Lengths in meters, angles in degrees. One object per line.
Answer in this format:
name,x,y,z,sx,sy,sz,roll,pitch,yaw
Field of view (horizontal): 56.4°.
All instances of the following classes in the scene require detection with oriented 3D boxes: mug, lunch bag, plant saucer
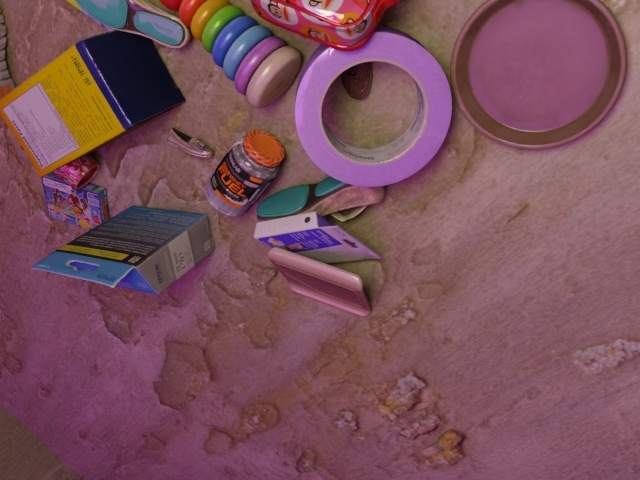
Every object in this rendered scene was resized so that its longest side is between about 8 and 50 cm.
mug,-0.667,-0.223,1.564,0.169,0.150,0.113,42,92,-5
lunch bag,0.039,-0.459,0.938,0.258,0.120,0.293,25,87,11
plant saucer,0.359,-0.289,1.004,0.278,0.041,0.277,13,123,20

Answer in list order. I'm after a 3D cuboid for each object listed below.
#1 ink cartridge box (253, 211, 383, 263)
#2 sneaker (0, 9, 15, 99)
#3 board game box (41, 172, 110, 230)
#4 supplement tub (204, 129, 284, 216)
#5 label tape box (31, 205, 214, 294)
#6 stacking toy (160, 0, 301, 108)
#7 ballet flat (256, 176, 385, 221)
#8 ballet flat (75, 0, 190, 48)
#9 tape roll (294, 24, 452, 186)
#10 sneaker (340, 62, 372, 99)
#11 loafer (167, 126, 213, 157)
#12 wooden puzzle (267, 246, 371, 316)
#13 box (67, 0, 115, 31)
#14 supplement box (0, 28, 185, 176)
ink cartridge box,0.000,0.000,1.286,0.208,0.045,0.206,-6,157,31
sneaker,-0.888,-0.483,1.494,0.180,0.124,0.321,21,126,15
board game box,-0.681,-0.106,1.665,0.201,0.035,0.136,18,125,18
supplement tub,-0.166,-0.148,1.316,0.117,0.117,0.190,43,128,-1
label tape box,-0.459,0.040,1.435,0.249,0.347,0.115,8,121,24
stacking toy,-0.199,-0.415,1.174,0.330,0.141,0.141,42,129,5
ballet flat,0.001,-0.073,1.286,0.316,0.107,0.106,-16,128,35
ballet flat,-0.385,-0.471,1.237,0.249,0.086,0.086,25,129,-9
tape roll,0.091,-0.239,1.076,0.275,0.090,0.274,0,118,-1
sneaker,0.051,-0.350,1.110,0.066,0.071,0.188,5,119,25
loafer,-0.304,-0.228,1.390,0.125,0.045,0.039,22,119,18
wooden puzzle,0.006,0.092,1.358,0.221,0.044,0.238,18,161,16
box,-0.496,-0.545,1.301,0.178,0.042,0.109,36,129,4
supplement box,-0.525,-0.314,1.358,0.357,0.195,0.194,-16,109,33
